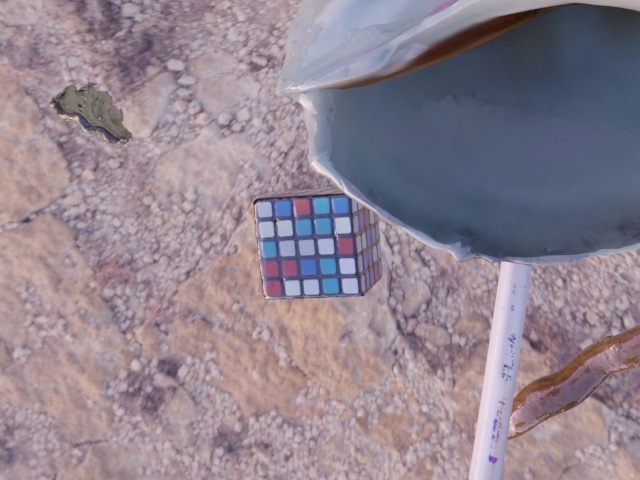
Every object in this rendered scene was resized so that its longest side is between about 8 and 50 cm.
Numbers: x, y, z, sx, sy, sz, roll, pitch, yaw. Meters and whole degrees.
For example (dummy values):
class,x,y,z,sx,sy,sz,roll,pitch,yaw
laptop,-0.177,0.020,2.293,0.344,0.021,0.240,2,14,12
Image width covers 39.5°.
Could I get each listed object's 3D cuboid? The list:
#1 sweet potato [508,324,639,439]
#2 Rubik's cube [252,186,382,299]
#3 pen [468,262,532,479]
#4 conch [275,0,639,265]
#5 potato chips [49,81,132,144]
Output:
class,x,y,z,sx,sy,sz,roll,pitch,yaw
sweet potato,0.329,0.205,1.228,0.281,0.067,0.059,-34,95,11
Rubik's cube,0.000,0.000,1.596,0.187,0.184,0.182,-4,98,16
pen,0.169,0.093,0.819,0.033,0.033,0.269,9,89,2
conch,0.164,-0.136,0.369,0.367,0.197,0.250,-9,107,29
potato chips,-0.248,-0.143,0.974,0.091,0.207,0.028,27,102,-22
